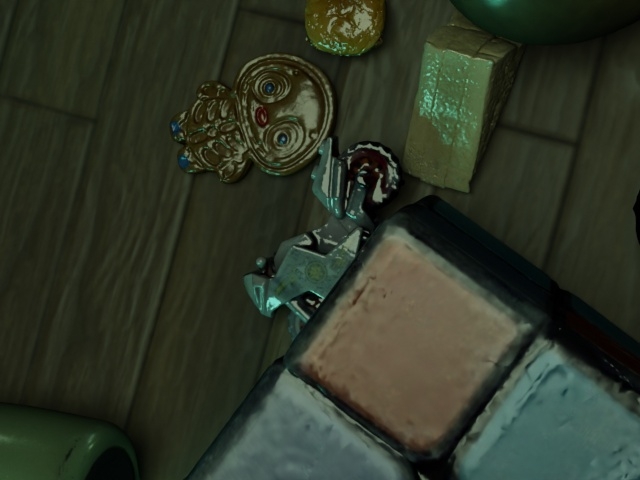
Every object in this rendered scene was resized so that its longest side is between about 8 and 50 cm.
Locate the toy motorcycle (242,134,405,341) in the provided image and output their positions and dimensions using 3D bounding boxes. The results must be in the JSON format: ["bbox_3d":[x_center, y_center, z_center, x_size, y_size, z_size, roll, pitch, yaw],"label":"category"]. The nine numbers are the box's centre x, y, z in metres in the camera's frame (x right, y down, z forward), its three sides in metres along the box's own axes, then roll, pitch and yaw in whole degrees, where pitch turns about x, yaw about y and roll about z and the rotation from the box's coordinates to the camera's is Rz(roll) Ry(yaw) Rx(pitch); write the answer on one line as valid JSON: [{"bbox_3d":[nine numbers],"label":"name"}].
[{"bbox_3d":[0.000,0.000,1.588,0.123,0.080,0.215,19,102,11],"label":"toy motorcycle"}]

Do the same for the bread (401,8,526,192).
[{"bbox_3d":[0.138,-0.137,1.585,0.077,0.105,0.152,22,125,17],"label":"bread"}]

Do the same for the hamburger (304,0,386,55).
[{"bbox_3d":[0.024,-0.216,1.615,0.083,0.044,0.076,-5,86,14],"label":"hamburger"}]

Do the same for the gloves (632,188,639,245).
[{"bbox_3d":[0.371,-0.056,1.462,0.203,0.124,0.164,-43,98,-11],"label":"gloves"}]

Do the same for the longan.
[{"bbox_3d":[0.213,-0.289,1.479,0.246,0.215,0.246,-1,107,-3],"label":"longan"}]

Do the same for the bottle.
[{"bbox_3d":[-0.361,0.234,1.645,0.347,0.168,0.168,8,89,22],"label":"bottle"}]

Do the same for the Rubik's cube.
[{"bbox_3d":[0.109,0.172,1.402,0.318,0.316,0.313,37,98,4],"label":"Rubik's cube"}]

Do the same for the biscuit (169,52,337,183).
[{"bbox_3d":[-0.066,-0.117,1.645,0.175,0.026,0.124,-19,81,15],"label":"biscuit"}]
